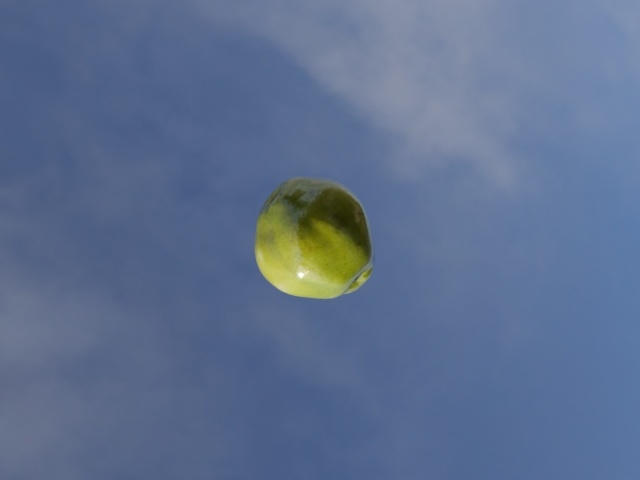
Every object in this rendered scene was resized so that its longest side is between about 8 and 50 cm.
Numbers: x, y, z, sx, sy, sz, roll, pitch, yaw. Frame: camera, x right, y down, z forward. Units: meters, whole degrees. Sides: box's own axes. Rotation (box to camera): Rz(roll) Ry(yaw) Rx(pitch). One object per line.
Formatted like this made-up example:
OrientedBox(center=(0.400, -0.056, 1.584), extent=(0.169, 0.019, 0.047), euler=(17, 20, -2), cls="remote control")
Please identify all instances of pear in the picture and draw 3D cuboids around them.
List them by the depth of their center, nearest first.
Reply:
OrientedBox(center=(0.000, 0.000, 0.717), extent=(0.097, 0.092, 0.092), euler=(34, -123, -18), cls="pear")
